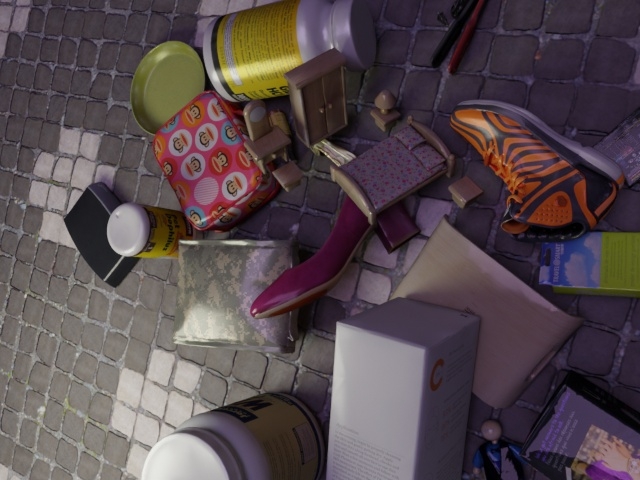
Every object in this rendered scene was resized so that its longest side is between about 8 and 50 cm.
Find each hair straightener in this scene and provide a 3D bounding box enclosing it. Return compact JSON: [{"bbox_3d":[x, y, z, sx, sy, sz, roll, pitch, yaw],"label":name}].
[{"bbox_3d":[0.268,-0.444,1.106,0.089,0.047,0.231,27,98,25],"label":"hair straightener"}]

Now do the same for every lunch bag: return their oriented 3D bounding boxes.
[{"bbox_3d":[-0.159,0.113,1.213,0.286,0.169,0.236,1,87,31],"label":"lunch bag"},{"bbox_3d":[-0.229,-0.191,1.296,0.258,0.120,0.293,-36,71,19],"label":"lunch bag"}]

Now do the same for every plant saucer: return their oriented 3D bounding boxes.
[{"bbox_3d":[-0.378,-0.379,1.431,0.240,0.037,0.241,-2,86,26],"label":"plant saucer"}]

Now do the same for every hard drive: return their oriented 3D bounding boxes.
[{"bbox_3d":[-0.574,-0.019,1.493,0.172,0.054,0.255,-47,68,16],"label":"hard drive"}]

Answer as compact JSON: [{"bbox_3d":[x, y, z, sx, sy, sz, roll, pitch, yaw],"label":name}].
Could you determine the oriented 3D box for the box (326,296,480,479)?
[{"bbox_3d":[0.141,0.297,0.977,0.168,0.215,0.346,12,103,35],"label":"box"}]

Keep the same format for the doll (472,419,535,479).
[{"bbox_3d":[0.332,0.415,1.011,0.129,0.046,0.189,-26,69,32],"label":"doll"}]

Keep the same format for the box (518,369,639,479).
[{"bbox_3d":[0.472,0.346,0.880,0.270,0.165,0.143,34,101,25],"label":"box"}]

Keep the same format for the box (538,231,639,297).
[{"bbox_3d":[0.467,0.038,0.955,0.178,0.042,0.109,2,65,27],"label":"box"}]

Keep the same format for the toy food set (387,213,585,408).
[{"bbox_3d":[0.286,0.127,1.044,0.306,0.092,0.220,41,116,24],"label":"toy food set"}]

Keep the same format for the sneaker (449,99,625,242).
[{"bbox_3d":[0.335,-0.115,0.982,0.321,0.124,0.180,33,82,25],"label":"sneaker"}]

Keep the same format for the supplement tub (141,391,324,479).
[{"bbox_3d":[-0.158,0.437,1.100,0.235,0.324,0.236,-2,85,26],"label":"supplement tub"}]

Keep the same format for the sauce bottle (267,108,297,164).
[{"bbox_3d":[-0.084,-0.230,1.270,0.042,0.042,0.128,-22,78,24],"label":"sauce bottle"}]

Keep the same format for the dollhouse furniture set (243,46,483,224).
[{"bbox_3d":[0.069,-0.162,1.027,0.303,0.174,0.355,-32,60,-13],"label":"dollhouse furniture set"}]

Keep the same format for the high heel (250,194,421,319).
[{"bbox_3d":[0.000,0.000,1.104,0.377,0.127,0.181,-29,78,-17],"label":"high heel"}]

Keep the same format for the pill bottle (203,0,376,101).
[{"bbox_3d":[-0.063,-0.404,1.190,0.333,0.188,0.188,-2,86,27],"label":"pill bottle"}]

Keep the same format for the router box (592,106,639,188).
[{"bbox_3d":[0.538,-0.162,0.955,0.122,0.038,0.092,-44,69,18],"label":"router box"}]

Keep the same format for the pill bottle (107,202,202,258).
[{"bbox_3d":[-0.370,-0.017,1.300,0.117,0.215,0.117,-2,85,27],"label":"pill bottle"}]

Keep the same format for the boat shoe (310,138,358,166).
[{"bbox_3d":[0.018,-0.185,1.210,0.153,0.056,0.048,31,95,18],"label":"boat shoe"}]
